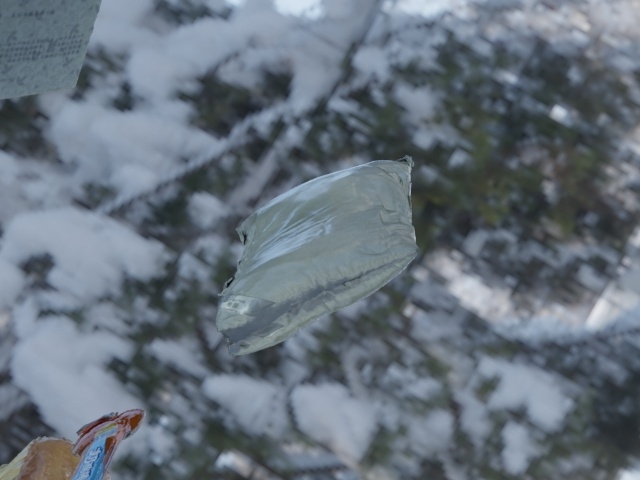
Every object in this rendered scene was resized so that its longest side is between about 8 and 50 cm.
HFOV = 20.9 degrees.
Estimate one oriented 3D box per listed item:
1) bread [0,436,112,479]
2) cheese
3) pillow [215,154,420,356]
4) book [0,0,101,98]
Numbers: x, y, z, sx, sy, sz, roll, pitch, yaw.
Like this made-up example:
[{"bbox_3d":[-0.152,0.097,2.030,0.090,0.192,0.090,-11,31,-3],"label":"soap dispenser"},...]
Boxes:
[{"bbox_3d":[-0.303,0.311,1.953,0.114,0.132,0.190,-41,30,24],"label":"bread"},{"bbox_3d":[-0.220,0.233,1.561,0.106,0.037,0.256,-22,26,24],"label":"cheese"},{"bbox_3d":[0.000,0.000,1.235,0.230,0.148,0.050,-88,-22,-69],"label":"pillow"},{"bbox_3d":[-0.312,-0.306,1.768,0.269,0.032,0.389,-15,-45,-44],"label":"book"}]
